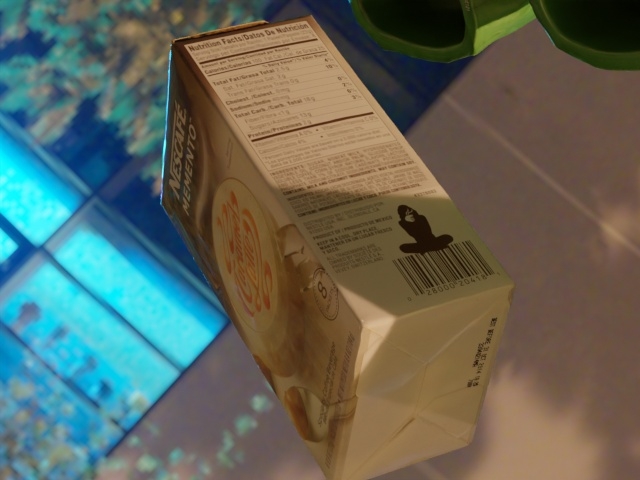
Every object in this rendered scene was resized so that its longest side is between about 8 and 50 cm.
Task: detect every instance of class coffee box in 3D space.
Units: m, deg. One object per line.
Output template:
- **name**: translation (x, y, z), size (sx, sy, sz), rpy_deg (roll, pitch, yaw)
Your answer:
- **coffee box**: translation (0.000, 0.000, 0.951), size (0.246, 0.098, 0.141), rpy_deg (56, -30, 37)

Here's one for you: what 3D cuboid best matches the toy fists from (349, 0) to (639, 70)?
- **toy fists**: translation (0.135, -0.159, 0.816), size (0.279, 0.142, 0.096), rpy_deg (10, -53, 55)
